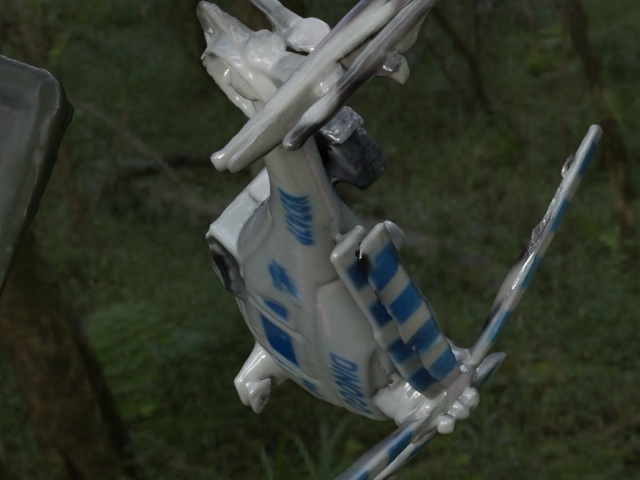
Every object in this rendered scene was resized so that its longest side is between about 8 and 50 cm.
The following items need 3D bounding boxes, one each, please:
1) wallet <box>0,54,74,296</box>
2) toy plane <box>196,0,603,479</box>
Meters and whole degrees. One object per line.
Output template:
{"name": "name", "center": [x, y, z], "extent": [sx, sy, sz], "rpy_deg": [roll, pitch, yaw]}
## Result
{"name": "wallet", "center": [-0.252, -0.037, 0.715], "extent": [0.245, 0.052, 0.169], "rpy_deg": [16, 72, 5]}
{"name": "toy plane", "center": [-0.008, 0.007, 0.461], "extent": [0.107, 0.182, 0.273], "rpy_deg": [39, 6, 22]}
